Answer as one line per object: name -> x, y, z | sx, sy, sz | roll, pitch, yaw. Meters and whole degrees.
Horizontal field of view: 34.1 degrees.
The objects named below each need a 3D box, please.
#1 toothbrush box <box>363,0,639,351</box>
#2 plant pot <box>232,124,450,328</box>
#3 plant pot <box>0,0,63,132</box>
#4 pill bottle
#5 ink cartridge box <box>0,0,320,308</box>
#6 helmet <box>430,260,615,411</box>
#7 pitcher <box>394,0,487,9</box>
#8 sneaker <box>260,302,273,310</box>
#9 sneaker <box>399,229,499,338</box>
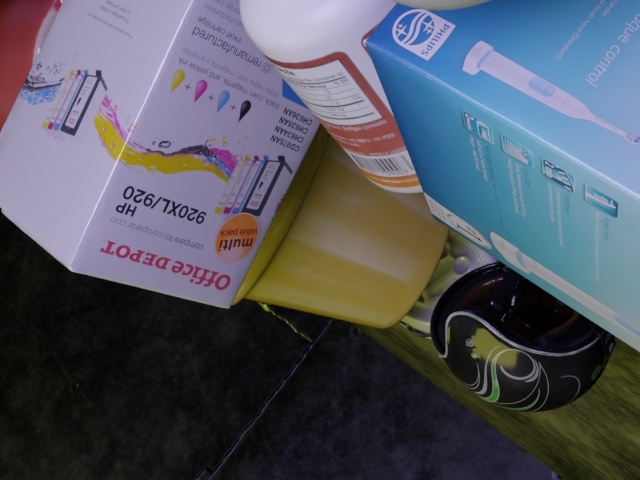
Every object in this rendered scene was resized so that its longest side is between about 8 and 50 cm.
toothbrush box -> 0.189, -0.022, 0.522 | 0.295, 0.126, 0.216 | 36, 171, 26
plant pot -> -0.007, -0.031, 1.063 | 0.239, 0.254, 0.254 | 24, 176, -13
plant pot -> -0.209, -0.166, 1.056 | 0.275, 0.275, 0.243 | 42, 170, -20
pill bottle -> 0.027, -0.136, 0.658 | 0.121, 0.121, 0.216 | 31, 168, 46
ink cartridge box -> -0.128, -0.092, 0.843 | 0.171, 0.233, 0.168 | 20, -171, -46
helmet -> 0.192, 0.083, 0.997 | 0.169, 0.169, 0.161 | 37, 155, 16
pitcher -> 0.071, -0.165, 0.347 | 0.177, 0.125, 0.207 | 22, 158, 11
sneaker -> -0.025, 0.006, 1.391 | 0.097, 0.235, 0.084 | -16, 117, 31
sneaker -> 0.155, 0.060, 1.270 | 0.236, 0.130, 0.323 | 28, 173, -41
